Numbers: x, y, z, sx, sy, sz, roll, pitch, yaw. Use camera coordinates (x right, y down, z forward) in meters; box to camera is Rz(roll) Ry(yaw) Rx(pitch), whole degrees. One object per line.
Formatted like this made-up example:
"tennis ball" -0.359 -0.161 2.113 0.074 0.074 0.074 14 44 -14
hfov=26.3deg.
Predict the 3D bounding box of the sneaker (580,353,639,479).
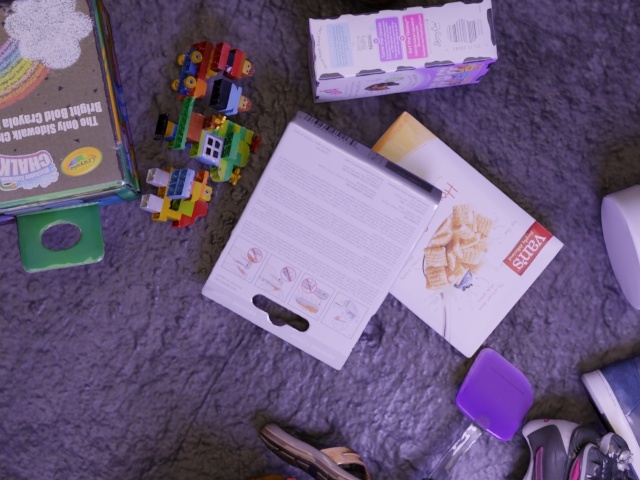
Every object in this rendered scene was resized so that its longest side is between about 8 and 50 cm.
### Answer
"sneaker" 0.416 0.221 1.546 0.163 0.086 0.226 -25 87 0

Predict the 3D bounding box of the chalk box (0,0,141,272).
"chalk box" -0.301 -0.112 1.499 0.180 0.179 0.289 -10 89 -3

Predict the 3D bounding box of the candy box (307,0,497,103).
"candy box" 0.085 -0.208 1.516 0.196 0.165 0.070 -7 87 -2

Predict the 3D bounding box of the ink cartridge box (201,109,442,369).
"ink cartridge box" 0.000 0.000 1.531 0.189 0.066 0.232 29 115 1

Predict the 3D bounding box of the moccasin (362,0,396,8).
"moccasin" 0.135 -0.441 1.550 0.139 0.147 0.380 20 91 14

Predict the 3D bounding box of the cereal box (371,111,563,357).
"cereal box" 0.132 -0.006 1.567 0.240 0.047 0.173 39 89 1

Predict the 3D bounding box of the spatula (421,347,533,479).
"spatula" 0.141 0.252 1.525 0.084 0.030 0.296 38 71 -1

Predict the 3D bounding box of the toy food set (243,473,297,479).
"toy food set" -0.056 0.377 1.493 0.111 0.104 0.232 26 66 -20

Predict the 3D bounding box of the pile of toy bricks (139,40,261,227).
"pile of toy bricks" -0.115 -0.116 1.551 0.105 0.118 0.212 22 74 -39

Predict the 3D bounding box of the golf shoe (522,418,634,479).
"golf shoe" 0.274 0.330 1.542 0.120 0.105 0.272 19 108 42

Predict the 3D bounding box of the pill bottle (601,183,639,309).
"pill bottle" 0.469 -0.024 1.520 0.283 0.160 0.160 -15 88 -2

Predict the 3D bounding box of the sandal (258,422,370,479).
"sandal" 0.014 0.252 1.551 0.180 0.072 0.049 33 66 4

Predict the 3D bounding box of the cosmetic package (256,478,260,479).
"cosmetic package" 0.020 0.403 1.411 0.309 0.113 0.160 36 91 -7
